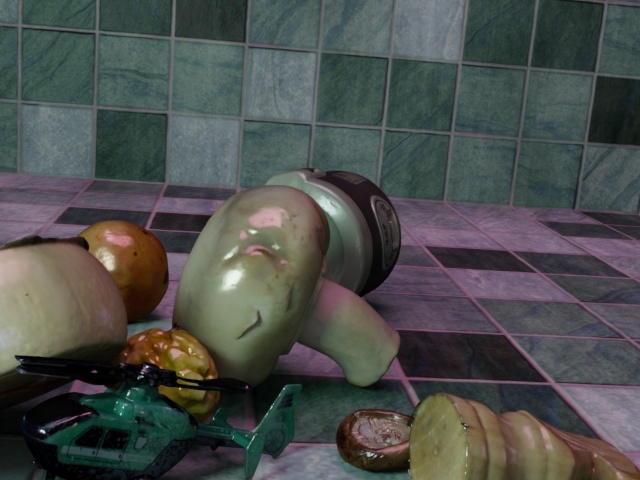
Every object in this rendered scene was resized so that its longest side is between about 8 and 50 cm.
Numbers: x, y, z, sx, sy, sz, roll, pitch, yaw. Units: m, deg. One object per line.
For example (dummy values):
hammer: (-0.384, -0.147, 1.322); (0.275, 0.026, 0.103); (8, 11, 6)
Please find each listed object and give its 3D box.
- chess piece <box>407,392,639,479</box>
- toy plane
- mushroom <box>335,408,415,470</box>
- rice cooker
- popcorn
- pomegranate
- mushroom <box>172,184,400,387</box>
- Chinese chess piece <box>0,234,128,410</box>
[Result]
chess piece: (0.258, 0.263, 1.023); (0.300, 0.137, 0.137); (11, 9, -24)
toy plane: (-0.182, 0.213, 0.971); (0.381, 0.155, 0.106); (17, 2, -36)
mushroom: (0.080, 0.255, 1.092); (0.123, 0.052, 0.123); (-2, 16, 1)
rice cooker: (0.000, 0.000, 1.686); (0.288, 0.288, 0.277); (10, 12, 23)
popcorn: (-0.202, 0.183, 1.114); (0.148, 0.152, 0.167); (33, -29, -14)
pomegranate: (-0.362, 0.052, 1.536); (0.191, 0.191, 0.191); (5, 12, -1)
mushroom: (-0.081, 0.083, 1.293); (0.315, 0.315, 0.356); (14, -20, 35)
Chinese chess piece: (-0.394, 0.119, 0.995); (0.338, 0.141, 0.338); (-24, -9, -4)
